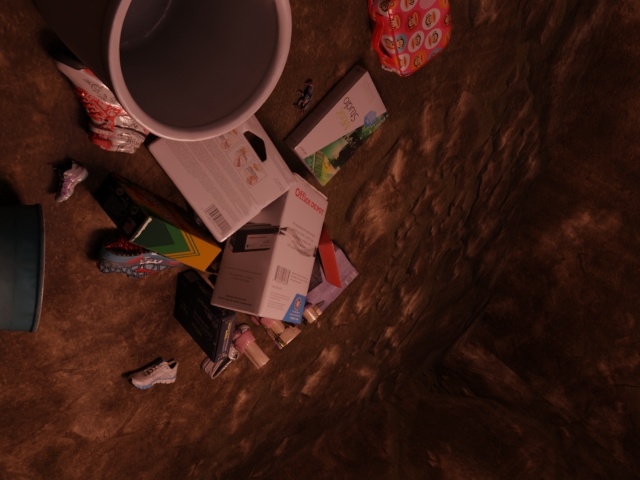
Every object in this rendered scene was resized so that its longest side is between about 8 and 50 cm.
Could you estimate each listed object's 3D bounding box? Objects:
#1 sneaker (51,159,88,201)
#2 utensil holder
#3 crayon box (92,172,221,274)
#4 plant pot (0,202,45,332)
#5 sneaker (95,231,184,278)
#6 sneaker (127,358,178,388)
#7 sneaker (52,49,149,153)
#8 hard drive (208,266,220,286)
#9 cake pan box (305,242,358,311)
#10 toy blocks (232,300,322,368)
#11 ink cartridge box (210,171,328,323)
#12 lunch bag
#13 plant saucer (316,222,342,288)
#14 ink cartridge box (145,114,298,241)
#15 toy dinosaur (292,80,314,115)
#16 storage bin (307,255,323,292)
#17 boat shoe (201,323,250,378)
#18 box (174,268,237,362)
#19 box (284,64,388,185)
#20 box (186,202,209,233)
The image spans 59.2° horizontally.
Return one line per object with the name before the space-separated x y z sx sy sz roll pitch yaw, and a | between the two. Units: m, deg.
sneaker | -0.576 -0.138 1.257 0.098 0.038 0.069 -54 146 -8
utensil holder | -0.294 -0.406 0.988 0.328 0.385 0.327 -30 143 -26
crayon box | -0.388 -0.034 1.424 0.081 0.202 0.318 -51 148 4
plant pot | -0.705 0.051 1.122 0.255 0.271 0.271 3 123 -32
sneaker | -0.480 0.044 1.517 0.262 0.104 0.125 8 135 -47
sneaker | -0.543 0.426 1.842 0.191 0.071 0.083 1 117 -59
sneaker | -0.466 -0.277 1.190 0.145 0.090 0.270 -55 149 6
hard drive | -0.279 0.103 1.778 0.135 0.094 0.022 -44 146 -6
cake pan box | 0.014 0.152 2.186 0.267 0.070 0.246 -46 148 -3
toy blocks | -0.187 0.244 1.926 0.309 0.260 0.288 -40 174 -16
ink cartridge box | -0.134 0.022 1.623 0.285 0.166 0.394 33 69 -66
lunch bag | 0.249 -0.624 1.622 0.258 0.120 0.293 -40 146 -11
plant saucer | 0.000 0.000 1.873 0.048 0.258 0.259 -18 142 -4
ink cartridge box | -0.242 -0.189 1.422 0.261 0.066 0.296 -38 113 -12
toy dinosaur | -0.044 -0.408 1.601 0.082 0.047 0.090 -58 180 -2
storage bin | -0.069 0.092 1.979 0.084 0.122 0.180 -36 145 -18
boat shoe | -0.328 0.407 2.046 0.226 0.076 0.083 -47 147 -2
box | -0.351 0.226 1.696 0.059 0.233 0.183 -19 138 -40
box | 0.058 -0.347 1.741 0.322 0.058 0.232 -47 146 -1
box | -0.288 -0.123 1.587 0.184 0.045 0.190 -27 141 -27
